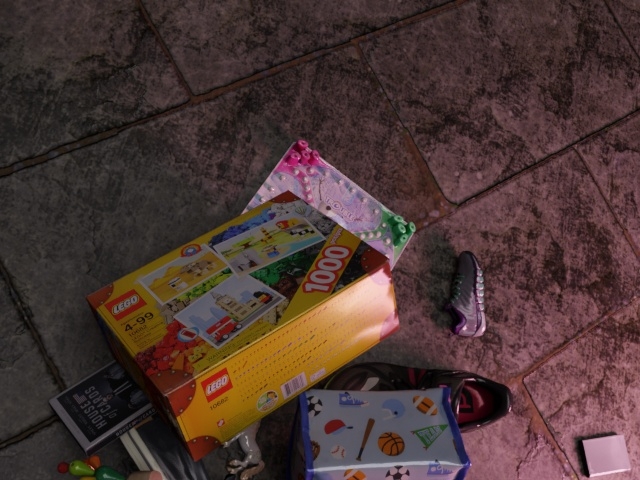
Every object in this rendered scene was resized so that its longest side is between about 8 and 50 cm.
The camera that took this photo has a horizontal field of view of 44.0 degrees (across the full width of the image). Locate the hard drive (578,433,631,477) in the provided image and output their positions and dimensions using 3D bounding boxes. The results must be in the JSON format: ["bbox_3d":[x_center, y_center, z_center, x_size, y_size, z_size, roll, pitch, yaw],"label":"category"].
[{"bbox_3d":[0.741,0.561,2.068,0.135,0.022,0.094,-2,75,-21],"label":"hard drive"}]

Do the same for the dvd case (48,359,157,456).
[{"bbox_3d":[-0.415,0.319,1.634,0.238,0.029,0.179,-32,43,-26],"label":"dvd case"}]

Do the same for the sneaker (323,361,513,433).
[{"bbox_3d":[0.228,0.360,1.833,0.483,0.202,0.185,0,73,-21],"label":"sneaker"}]

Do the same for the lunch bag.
[{"bbox_3d":[0.095,0.477,1.642,0.328,0.385,0.239,1,44,-6],"label":"lunch bag"}]

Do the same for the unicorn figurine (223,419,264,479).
[{"bbox_3d":[-0.166,0.440,1.744,0.111,0.060,0.162,-17,97,-25],"label":"unicorn figurine"}]

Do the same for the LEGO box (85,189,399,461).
[{"bbox_3d":[-0.152,0.145,1.603,0.500,0.372,0.193,-30,130,-23],"label":"LEGO box"}]

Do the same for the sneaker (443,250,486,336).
[{"bbox_3d":[0.360,0.135,2.022,0.098,0.083,0.224,-1,75,-16],"label":"sneaker"}]

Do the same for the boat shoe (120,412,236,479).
[{"bbox_3d":[-0.222,0.548,1.618,0.156,0.187,0.500,-33,82,-20],"label":"boat shoe"}]

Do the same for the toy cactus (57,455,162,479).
[{"bbox_3d":[-0.376,0.474,1.495,0.219,0.180,0.112,52,34,-19],"label":"toy cactus"}]

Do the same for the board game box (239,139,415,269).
[{"bbox_3d":[0.000,0.000,1.940,0.390,0.050,0.390,37,65,-7],"label":"board game box"}]
